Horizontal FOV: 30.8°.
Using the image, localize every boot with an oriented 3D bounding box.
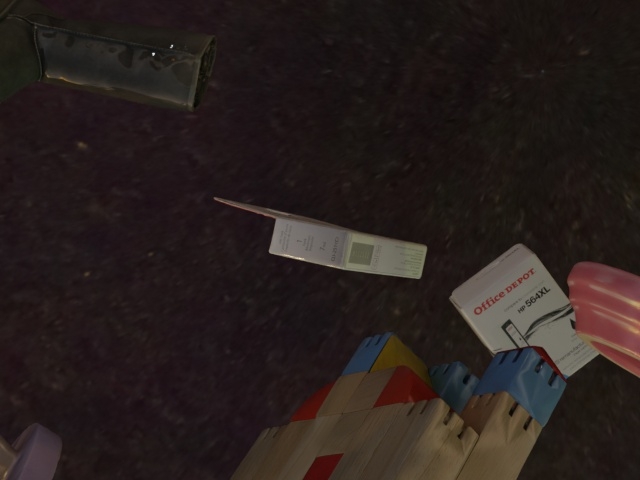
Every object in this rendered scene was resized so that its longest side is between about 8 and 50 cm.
[{"bbox_3d":[-0.213,-0.147,1.051,0.209,0.189,0.076,20,142,-1],"label":"boot"}]

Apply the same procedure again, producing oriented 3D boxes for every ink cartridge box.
[{"bbox_3d":[0.325,0.130,1.844,0.148,0.086,0.203,-38,103,2],"label":"ink cartridge box"},{"bbox_3d":[0.000,0.000,1.928,0.261,0.296,0.066,13,92,29],"label":"ink cartridge box"}]

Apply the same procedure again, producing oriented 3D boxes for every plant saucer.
[{"bbox_3d":[0.439,0.139,1.403,0.332,0.332,0.084,29,87,6],"label":"plant saucer"}]

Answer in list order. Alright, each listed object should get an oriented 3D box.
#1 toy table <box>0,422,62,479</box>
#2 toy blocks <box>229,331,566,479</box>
[{"bbox_3d":[-0.346,0.212,1.045,0.161,0.274,0.252,34,73,-11],"label":"toy table"},{"bbox_3d":[0.045,0.194,1.022,0.191,0.261,0.381,45,148,-15],"label":"toy blocks"}]
